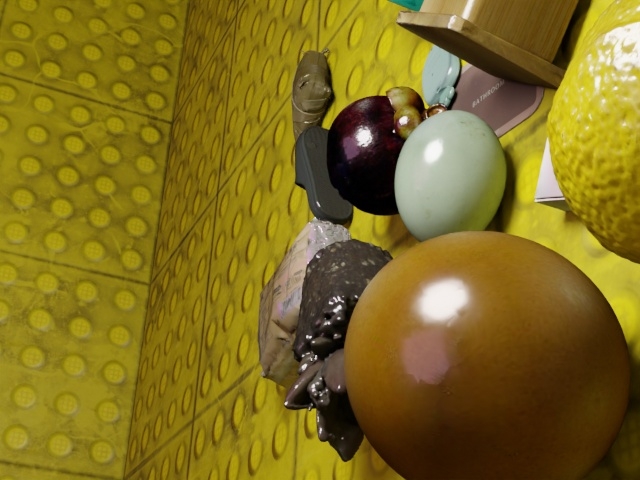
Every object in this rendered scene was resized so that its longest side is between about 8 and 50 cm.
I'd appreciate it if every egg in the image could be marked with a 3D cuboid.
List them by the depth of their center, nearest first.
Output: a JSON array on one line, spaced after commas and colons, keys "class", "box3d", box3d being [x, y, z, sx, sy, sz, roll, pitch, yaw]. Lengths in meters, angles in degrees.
[{"class": "egg", "box3d": [0.166, 0.130, 1.032, 0.351, 0.283, 0.282, -148, 73, -79]}, {"class": "egg", "box3d": [0.175, -0.082, 1.332, 0.149, 0.149, 0.192, 174, 111, -68]}]

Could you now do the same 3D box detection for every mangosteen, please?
[{"class": "mangosteen", "box3d": [0.114, -0.146, 1.511, 0.230, 0.194, 0.194, -36, 40, 31]}]

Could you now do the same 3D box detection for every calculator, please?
[{"class": "calculator", "box3d": [0.194, -0.268, 1.586, 0.153, 0.021, 0.095, -90, 24, -47]}]

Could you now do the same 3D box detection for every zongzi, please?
[{"class": "zongzi", "box3d": [-0.029, -0.312, 2.134, 0.189, 0.081, 0.178, -91, 15, -49]}]

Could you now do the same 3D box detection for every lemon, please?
[{"class": "lemon", "box3d": [0.332, -0.100, 0.789, 0.322, 0.268, 0.268, 129, 149, -55]}]

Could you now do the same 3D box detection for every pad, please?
[{"class": "pad", "box3d": [0.248, -0.217, 1.445, 0.266, 0.002, 0.176, 144, 137, -59]}]

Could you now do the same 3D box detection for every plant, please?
[{"class": "plant", "box3d": [0.048, 0.152, 1.445, 0.320, 0.194, 0.181, -96, 25, -49]}]

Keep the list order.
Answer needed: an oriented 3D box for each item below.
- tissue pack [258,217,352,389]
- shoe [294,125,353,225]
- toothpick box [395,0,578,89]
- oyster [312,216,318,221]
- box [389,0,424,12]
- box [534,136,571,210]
[{"class": "tissue pack", "box3d": [-0.035, 0.119, 1.779, 0.256, 0.123, 0.215, -53, 28, 44]}, {"class": "shoe", "box3d": [-0.005, -0.113, 1.879, 0.093, 0.108, 0.241, -51, 35, 41]}, {"class": "toothpick box", "box3d": [0.263, -0.381, 1.280, 0.308, 0.190, 0.187, -67, 22, 6]}, {"class": "oyster", "box3d": [0.000, 0.001, 1.875, 0.100, 0.037, 0.098, 107, 169, -57]}, {"class": "box", "box3d": [0.135, -0.462, 1.677, 0.226, 0.161, 0.042, -100, 32, -49]}, {"class": "box", "box3d": [0.313, -0.103, 1.135, 0.130, 0.051, 0.129, 180, 103, -70]}]
